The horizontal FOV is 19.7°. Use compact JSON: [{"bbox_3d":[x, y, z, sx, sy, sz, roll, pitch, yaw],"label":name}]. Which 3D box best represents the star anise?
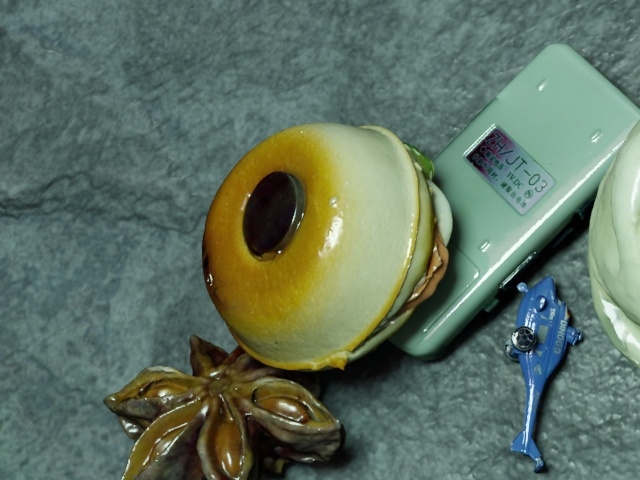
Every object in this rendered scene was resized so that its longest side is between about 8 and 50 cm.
[{"bbox_3d":[-0.083,0.172,1.618,0.214,0.099,0.220,-38,41,3],"label":"star anise"}]

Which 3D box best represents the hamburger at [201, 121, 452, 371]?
[{"bbox_3d":[-0.001,0.004,1.562,0.237,0.147,0.237,-21,57,37],"label":"hamburger"}]

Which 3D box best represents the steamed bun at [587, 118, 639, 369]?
[{"bbox_3d":[0.329,-0.016,1.439,0.280,0.207,0.268,-28,101,-8],"label":"steamed bun"}]

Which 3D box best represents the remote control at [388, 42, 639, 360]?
[{"bbox_3d":[0.150,-0.029,1.611,0.296,0.056,0.140,-46,58,5],"label":"remote control"}]

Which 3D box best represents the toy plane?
[{"bbox_3d":[0.185,0.110,1.555,0.062,0.054,0.167,10,75,0],"label":"toy plane"}]
